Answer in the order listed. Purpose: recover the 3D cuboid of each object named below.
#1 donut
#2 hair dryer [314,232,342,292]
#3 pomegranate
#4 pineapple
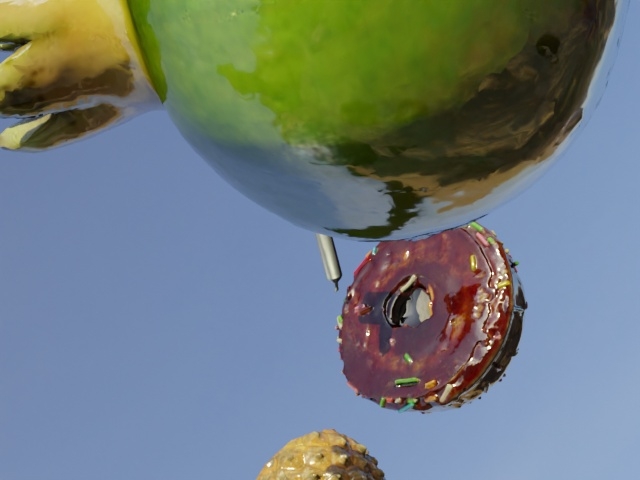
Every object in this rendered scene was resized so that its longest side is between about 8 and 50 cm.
[{"bbox_3d":[0.125,0.085,1.365,0.089,0.235,0.235,28,-92,-45],"label":"donut"},{"bbox_3d":[0.000,0.000,1.260,0.037,0.063,0.114,-27,-73,-43],"label":"hair dryer"},{"bbox_3d":[-0.024,-0.153,0.597,0.358,0.310,0.216,-18,-19,3],"label":"pomegranate"},{"bbox_3d":[0.049,0.279,0.928,0.130,0.277,0.119,-46,-33,10],"label":"pineapple"}]
